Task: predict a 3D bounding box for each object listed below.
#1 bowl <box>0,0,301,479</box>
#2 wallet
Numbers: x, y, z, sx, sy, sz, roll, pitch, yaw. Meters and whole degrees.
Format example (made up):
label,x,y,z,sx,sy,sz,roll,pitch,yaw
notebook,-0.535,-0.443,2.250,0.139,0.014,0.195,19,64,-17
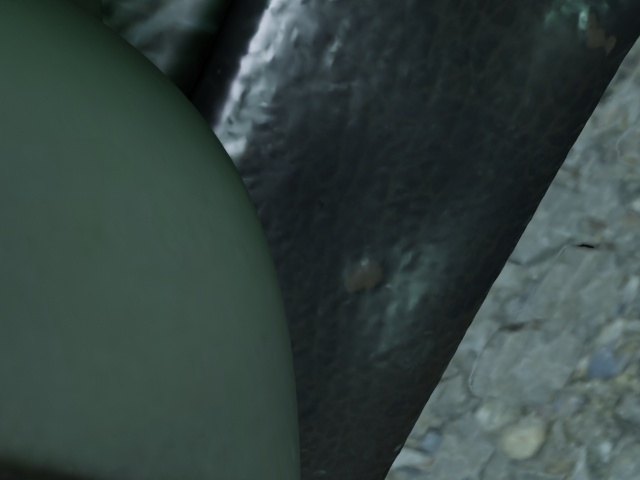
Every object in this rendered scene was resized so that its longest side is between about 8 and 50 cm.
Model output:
label,x,y,z,sx,sy,sz,roll,pitch,yaw
bowl,-0.168,-0.006,0.449,0.354,0.354,0.185,14,72,-22
wallet,0.000,0.000,0.624,0.170,0.044,0.321,18,111,-25
